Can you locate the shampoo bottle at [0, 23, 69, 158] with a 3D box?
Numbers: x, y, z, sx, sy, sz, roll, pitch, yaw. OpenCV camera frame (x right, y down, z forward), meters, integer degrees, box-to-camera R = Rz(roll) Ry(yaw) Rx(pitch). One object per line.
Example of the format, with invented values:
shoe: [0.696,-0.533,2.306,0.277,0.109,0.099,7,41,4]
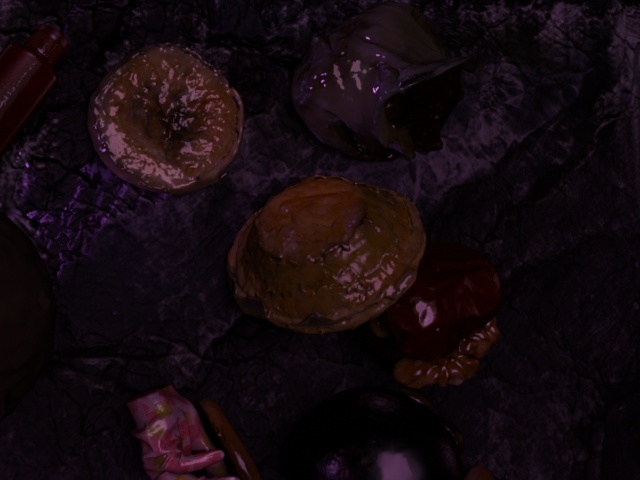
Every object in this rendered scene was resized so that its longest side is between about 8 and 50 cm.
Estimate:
shampoo bottle: [-0.496,-0.230,1.634,0.102,0.064,0.260,38,66,-16]

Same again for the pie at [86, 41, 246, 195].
pie: [-0.257,-0.206,1.733,0.274,0.055,0.274,5,77,-22]

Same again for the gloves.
gloves: [-0.209,0.341,1.588,0.126,0.145,0.241,-23,83,-16]

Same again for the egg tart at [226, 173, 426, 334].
egg tart: [-0.001,0.000,1.663,0.341,0.341,0.132,-52,144,-24]

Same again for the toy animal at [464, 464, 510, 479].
toy animal: [0.286,0.487,1.788,0.179,0.089,0.188,12,67,-35]

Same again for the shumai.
shumai: [0.145,-0.298,1.792,0.292,0.288,0.330,39,68,-9]

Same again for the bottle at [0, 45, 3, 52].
bottle: [-0.541,-0.281,1.646,0.030,0.030,0.083,36,66,-11]

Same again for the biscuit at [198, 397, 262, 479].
biscuit: [-0.126,0.342,1.613,0.033,0.144,0.224,-29,83,-12]

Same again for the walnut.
walnut: [0.201,0.120,1.747,0.269,0.222,0.244,-25,74,-29]

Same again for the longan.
longan: [-0.549,0.108,1.359,0.391,0.391,0.391,5,76,-21]

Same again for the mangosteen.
mangosteen: [0.101,0.372,1.625,0.313,0.297,0.297,-1,78,-36]
